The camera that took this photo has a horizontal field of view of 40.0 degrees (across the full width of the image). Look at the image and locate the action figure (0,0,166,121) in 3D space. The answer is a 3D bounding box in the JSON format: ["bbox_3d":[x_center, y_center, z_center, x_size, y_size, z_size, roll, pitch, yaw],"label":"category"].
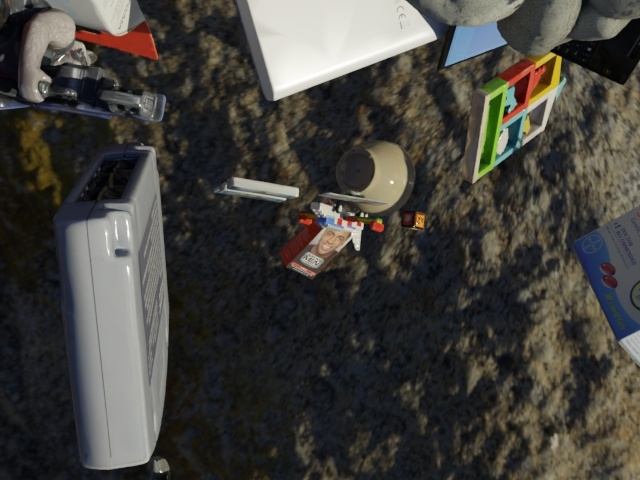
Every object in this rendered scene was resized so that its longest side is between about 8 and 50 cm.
[{"bbox_3d":[-0.317,-0.233,0.916,0.341,0.330,0.179,11,79,15],"label":"action figure"}]

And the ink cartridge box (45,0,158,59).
[{"bbox_3d":[-0.420,-0.346,1.265,0.308,0.385,0.091,15,77,3],"label":"ink cartridge box"}]

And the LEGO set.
[{"bbox_3d":[-0.004,-0.029,1.069,0.244,0.182,0.060,8,87,-14],"label":"LEGO set"}]

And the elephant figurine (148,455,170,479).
[{"bbox_3d":[-0.159,0.407,1.070,0.186,0.239,0.169,14,101,-1],"label":"elephant figurine"}]

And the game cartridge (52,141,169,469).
[{"bbox_3d":[-0.153,0.042,0.686,0.060,0.294,0.196,-7,106,-5],"label":"game cartridge"}]

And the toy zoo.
[{"bbox_3d":[0.372,-0.251,1.654,0.030,0.293,0.192,32,141,30],"label":"toy zoo"}]

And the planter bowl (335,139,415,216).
[{"bbox_3d":[0.099,-0.135,1.820,0.162,0.109,0.162,-5,81,34],"label":"planter bowl"}]

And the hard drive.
[{"bbox_3d":[0.037,-0.345,1.215,0.318,0.040,0.210,-25,112,-23],"label":"hard drive"}]

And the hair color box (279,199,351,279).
[{"bbox_3d":[0.000,0.000,1.609,0.072,0.043,0.141,28,113,-40],"label":"hair color box"}]

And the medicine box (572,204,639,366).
[{"bbox_3d":[0.678,0.059,1.681,0.289,0.263,0.149,-33,131,21],"label":"medicine box"}]

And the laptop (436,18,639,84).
[{"bbox_3d":[0.329,-0.300,1.245,0.264,0.234,0.137,28,68,9],"label":"laptop"}]

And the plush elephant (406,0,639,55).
[{"bbox_3d":[0.181,-0.285,0.674,0.255,0.330,0.272,32,116,-13],"label":"plush elephant"}]
